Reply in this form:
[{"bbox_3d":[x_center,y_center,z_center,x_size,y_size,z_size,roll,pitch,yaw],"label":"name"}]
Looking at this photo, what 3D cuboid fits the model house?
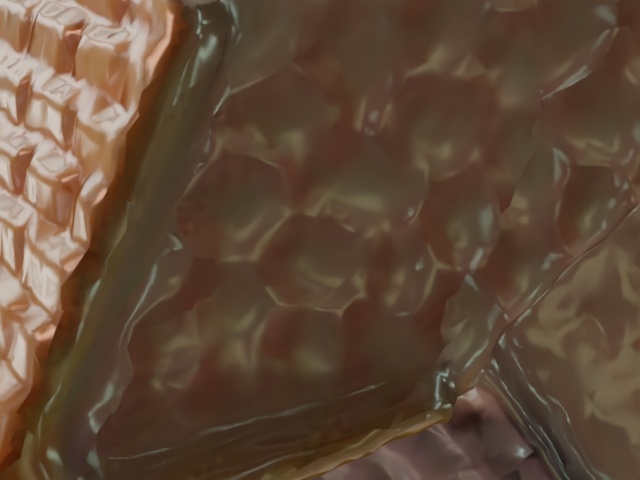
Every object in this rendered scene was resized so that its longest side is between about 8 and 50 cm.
[{"bbox_3d":[0.000,0.000,0.461,0.237,0.237,0.202,-44,-148,-12],"label":"model house"}]
